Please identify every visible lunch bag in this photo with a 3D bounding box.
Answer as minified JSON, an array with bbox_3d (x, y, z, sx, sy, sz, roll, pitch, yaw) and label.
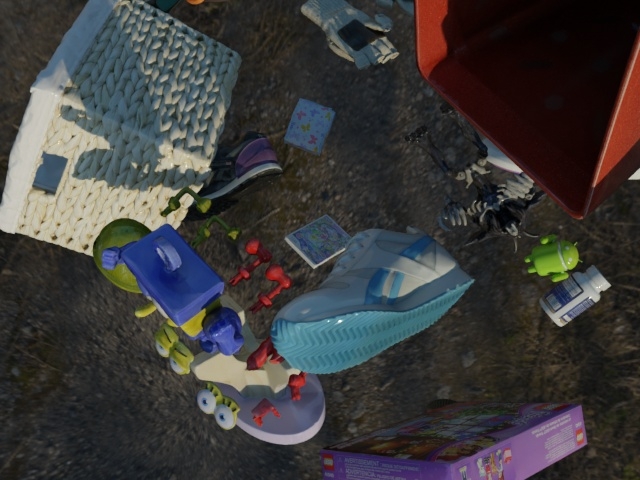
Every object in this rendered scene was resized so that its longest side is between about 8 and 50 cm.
[{"bbox_3d":[-0.018,-0.199,1.164,0.071,0.053,0.083,19,91,-1],"label":"lunch bag"}]

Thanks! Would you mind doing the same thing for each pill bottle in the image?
[{"bbox_3d":[0.478,0.101,1.246,0.120,0.067,0.067,-42,85,19],"label":"pill bottle"}]

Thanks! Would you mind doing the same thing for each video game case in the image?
[{"bbox_3d":[0.000,0.000,1.315,0.087,0.011,0.122,44,48,18],"label":"video game case"}]

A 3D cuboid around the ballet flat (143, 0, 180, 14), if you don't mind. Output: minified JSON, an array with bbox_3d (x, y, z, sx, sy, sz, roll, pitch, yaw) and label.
[{"bbox_3d":[-0.316,-0.474,1.330,0.057,0.168,0.052,46,47,-28],"label":"ballet flat"}]

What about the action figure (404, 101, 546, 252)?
[{"bbox_3d":[0.251,-0.079,1.039,0.164,0.141,0.276,-35,102,24],"label":"action figure"}]

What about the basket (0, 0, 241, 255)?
[{"bbox_3d":[-0.327,-0.179,1.105,0.266,0.328,0.331,23,44,-19],"label":"basket"}]

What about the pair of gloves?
[{"bbox_3d":[0.111,-0.418,1.194,0.240,0.042,0.204,-31,69,-10],"label":"pair of gloves"}]

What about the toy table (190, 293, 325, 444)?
[{"bbox_3d":[-0.104,0.220,1.206,0.274,0.161,0.252,23,45,36],"label":"toy table"}]

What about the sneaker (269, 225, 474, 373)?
[{"bbox_3d":[0.037,0.046,0.590,0.228,0.087,0.092,-13,56,-46],"label":"sneaker"}]

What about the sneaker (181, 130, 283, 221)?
[{"bbox_3d":[-0.224,-0.139,1.455,0.283,0.107,0.124,-25,74,12],"label":"sneaker"}]

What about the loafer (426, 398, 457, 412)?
[{"bbox_3d":[0.302,0.381,1.438,0.148,0.056,0.050,4,110,20],"label":"loafer"}]

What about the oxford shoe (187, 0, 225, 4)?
[{"bbox_3d":[-0.079,-0.138,0.290,0.271,0.098,0.097,-25,49,-10],"label":"oxford shoe"}]

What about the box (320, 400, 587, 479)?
[{"bbox_3d":[0.174,0.260,0.839,0.293,0.201,0.057,-3,84,-44],"label":"box"}]

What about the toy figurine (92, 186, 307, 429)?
[{"bbox_3d":[-0.151,0.026,0.776,0.191,0.217,0.362,-38,64,-14],"label":"toy figurine"}]

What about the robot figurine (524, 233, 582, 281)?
[{"bbox_3d":[0.509,0.038,1.453,0.115,0.067,0.101,-16,86,30],"label":"robot figurine"}]

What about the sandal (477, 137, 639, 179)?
[{"bbox_3d":[0.523,-0.146,1.405,0.416,0.102,0.169,1,31,-17],"label":"sandal"}]

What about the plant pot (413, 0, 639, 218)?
[{"bbox_3d":[0.256,-0.234,0.607,0.235,0.267,0.267,-31,57,-11],"label":"plant pot"}]
